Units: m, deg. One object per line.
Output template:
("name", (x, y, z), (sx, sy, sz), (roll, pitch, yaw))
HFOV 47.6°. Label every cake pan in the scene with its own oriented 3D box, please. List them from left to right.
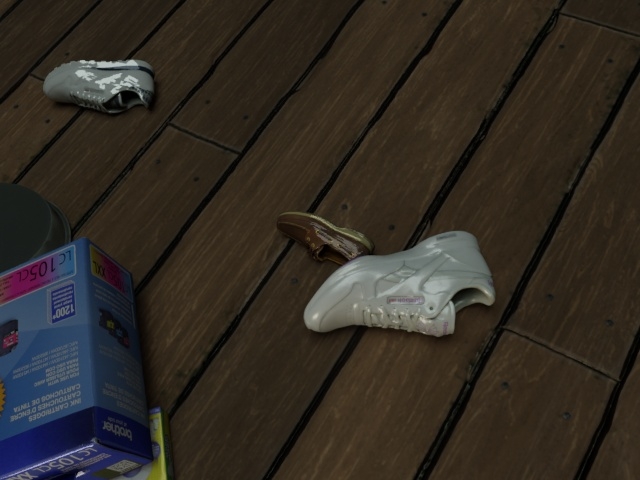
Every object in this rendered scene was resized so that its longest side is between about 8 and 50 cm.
("cake pan", (-0.601, 0.002, 1.296), (0.293, 0.054, 0.293), (0, 49, 0))

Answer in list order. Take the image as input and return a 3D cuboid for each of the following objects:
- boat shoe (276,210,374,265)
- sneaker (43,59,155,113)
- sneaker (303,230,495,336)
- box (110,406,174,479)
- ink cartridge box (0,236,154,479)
("boat shoe", (0.000, 0.000, 1.225), (0.178, 0.064, 0.060), (20, 63, 17))
("sneaker", (-0.455, -0.306, 1.477), (0.235, 0.090, 0.094), (-6, 68, 8))
("sneaker", (0.124, 0.089, 1.121), (0.305, 0.114, 0.152), (-20, 57, -3))
("box", (-0.272, 0.348, 1.075), (0.105, 0.043, 0.179), (-16, 60, 1))
("ink cartridge box", (-0.408, 0.230, 1.076), (0.270, 0.151, 0.395), (-23, 58, 11))
